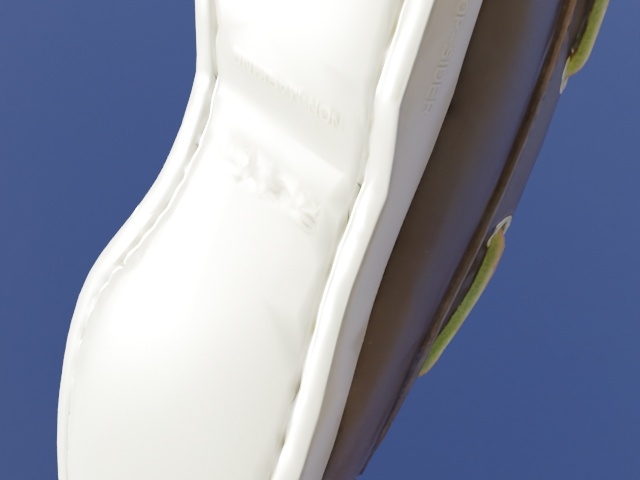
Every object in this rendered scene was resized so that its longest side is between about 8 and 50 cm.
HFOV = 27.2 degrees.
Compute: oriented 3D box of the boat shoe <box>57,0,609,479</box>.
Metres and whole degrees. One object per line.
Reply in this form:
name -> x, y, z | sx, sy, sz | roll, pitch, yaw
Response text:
boat shoe -> 0.000, 0.000, 0.413 | 0.097, 0.324, 0.116 | -10, -140, -44
